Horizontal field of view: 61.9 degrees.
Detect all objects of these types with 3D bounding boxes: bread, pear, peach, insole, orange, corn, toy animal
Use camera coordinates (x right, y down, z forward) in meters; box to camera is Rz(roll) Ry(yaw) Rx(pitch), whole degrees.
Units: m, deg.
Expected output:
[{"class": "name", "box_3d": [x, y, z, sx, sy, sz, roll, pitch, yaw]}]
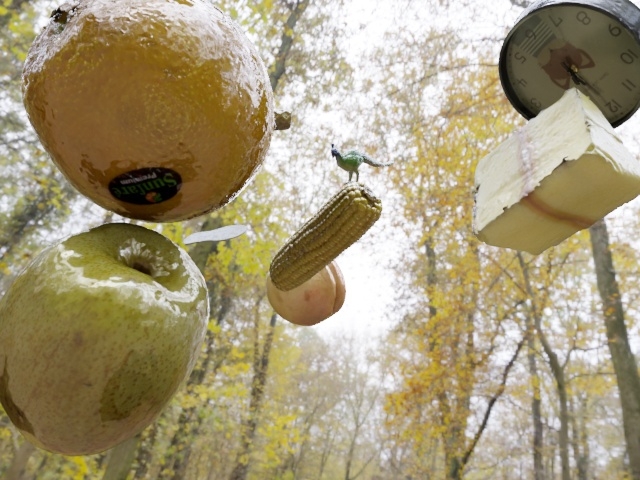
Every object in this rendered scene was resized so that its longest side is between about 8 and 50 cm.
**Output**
[{"class": "bread", "box_3d": [0.388, -0.136, 0.976, 0.198, 0.236, 0.263, 14, -41, -37]}, {"class": "pear", "box_3d": [-0.222, 0.100, 0.546, 0.188, 0.228, 0.211, 33, -75, -1]}, {"class": "peach", "box_3d": [-0.030, 0.106, 1.203, 0.184, 0.184, 0.184, 10, -33, 7]}, {"class": "insole", "box_3d": [-0.254, -0.012, 1.281, 0.193, 0.065, 0.006, -8, -60, 29]}, {"class": "orange", "box_3d": [-0.188, -0.154, 0.615, 0.274, 0.274, 0.274, 10, -33, 7]}, {"class": "bread", "box_3d": [-0.140, -0.333, 1.479, 0.110, 0.060, 0.066, -7, -1, -14]}, {"class": "corn", "box_3d": [0.000, 0.000, 0.824, 0.080, 0.080, 0.231, 34, -60, -27]}, {"class": "toy animal", "box_3d": [0.084, -0.147, 1.109, 0.041, 0.075, 0.217, 16, 7, 41]}]

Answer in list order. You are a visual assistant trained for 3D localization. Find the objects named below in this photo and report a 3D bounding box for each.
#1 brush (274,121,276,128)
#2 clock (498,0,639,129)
[{"class": "brush", "box_3d": [-0.214, -0.143, 0.948, 0.299, 0.039, 0.042, -27, 3, 2]}, {"class": "clock", "box_3d": [0.537, -0.367, 1.135, 0.325, 0.067, 0.325, 33, -27, 20]}]
